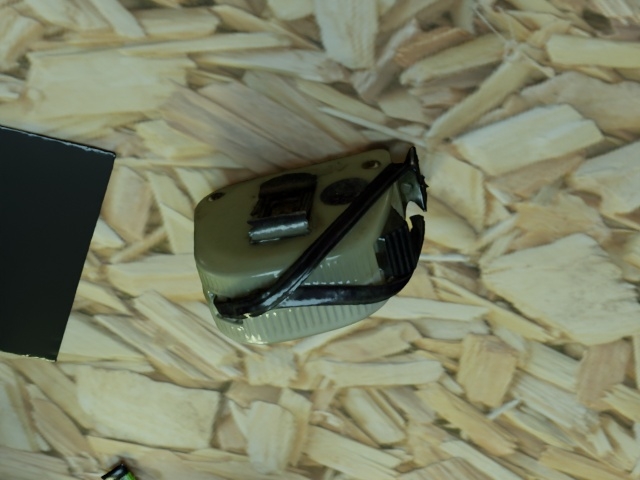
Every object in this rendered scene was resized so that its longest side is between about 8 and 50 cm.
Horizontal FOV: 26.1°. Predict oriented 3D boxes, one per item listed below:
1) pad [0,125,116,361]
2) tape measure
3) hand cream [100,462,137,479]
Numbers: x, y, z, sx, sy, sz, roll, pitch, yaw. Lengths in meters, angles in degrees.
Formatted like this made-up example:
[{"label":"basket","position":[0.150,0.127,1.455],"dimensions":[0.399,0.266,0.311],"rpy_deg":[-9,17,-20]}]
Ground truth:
[{"label":"pad","position":[-0.368,0.004,1.584],"dimensions":[0.202,0.005,0.300],"rpy_deg":[13,119,-14]},{"label":"tape measure","position":[0.000,0.000,1.496],"dimensions":[0.271,0.231,0.133],"rpy_deg":[-12,120,1]},{"label":"hand cream","position":[-0.234,0.336,1.795],"dimensions":[0.036,0.023,0.122],"rpy_deg":[-33,119,14]}]
